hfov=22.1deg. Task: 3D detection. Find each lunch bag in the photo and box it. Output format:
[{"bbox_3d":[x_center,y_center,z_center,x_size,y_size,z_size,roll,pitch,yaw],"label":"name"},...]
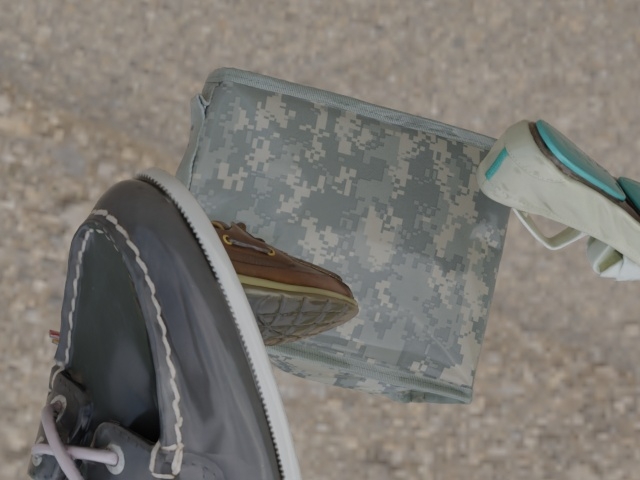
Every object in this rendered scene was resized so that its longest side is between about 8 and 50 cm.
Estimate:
[{"bbox_3d":[0.000,0.000,1.399,0.287,0.235,0.169,17,170,-20],"label":"lunch bag"}]

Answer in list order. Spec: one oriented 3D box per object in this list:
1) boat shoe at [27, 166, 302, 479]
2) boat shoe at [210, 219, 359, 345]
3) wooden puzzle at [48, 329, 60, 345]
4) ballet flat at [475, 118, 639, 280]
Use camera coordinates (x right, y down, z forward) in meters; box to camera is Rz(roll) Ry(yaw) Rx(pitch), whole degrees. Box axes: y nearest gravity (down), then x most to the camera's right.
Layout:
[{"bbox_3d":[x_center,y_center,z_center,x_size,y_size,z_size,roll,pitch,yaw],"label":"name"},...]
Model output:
[{"bbox_3d":[-0.069,0.140,0.647,0.095,0.112,0.335,-20,118,-29],"label":"boat shoe"},{"bbox_3d":[-0.047,0.017,0.865,0.064,0.060,0.178,-32,152,34],"label":"boat shoe"},{"bbox_3d":[-0.143,0.074,1.120,0.083,0.006,0.049,10,-167,-33],"label":"wooden puzzle"},{"bbox_3d":[0.217,-0.016,1.262,0.248,0.086,0.086,28,139,-32],"label":"ballet flat"}]
